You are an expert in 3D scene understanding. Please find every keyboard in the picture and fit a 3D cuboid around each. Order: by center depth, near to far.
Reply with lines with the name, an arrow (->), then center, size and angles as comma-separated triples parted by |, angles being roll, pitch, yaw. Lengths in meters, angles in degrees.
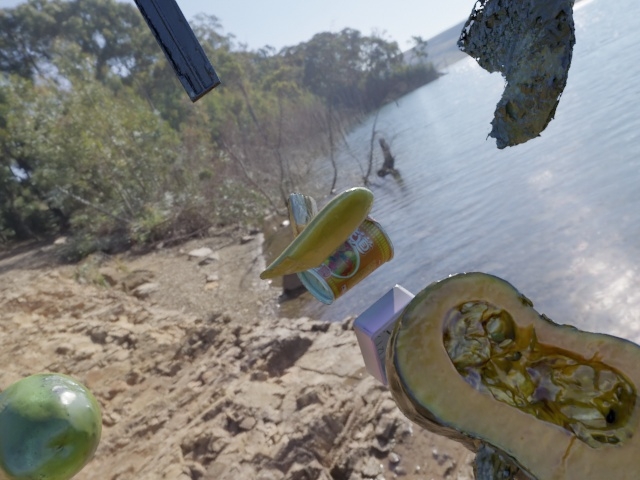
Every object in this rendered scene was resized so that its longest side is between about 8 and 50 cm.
keyboard -> -0.210, -0.295, 0.714 | 0.064, 0.198, 0.010 | -23, 11, 30

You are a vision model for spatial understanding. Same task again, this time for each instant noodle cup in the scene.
instant noodle cup -> 0.048, 0.043, 1.161 | 0.185, 0.168, 0.168 | -43, 17, -22

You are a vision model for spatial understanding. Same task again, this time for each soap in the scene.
soap -> 0.000, 0.000, 0.617 | 0.168, 0.033, 0.089 | -47, -28, 16

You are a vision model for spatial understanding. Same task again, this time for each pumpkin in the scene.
pumpkin -> 0.223, 0.200, 0.612 | 0.242, 0.325, 0.232 | -55, -13, -20

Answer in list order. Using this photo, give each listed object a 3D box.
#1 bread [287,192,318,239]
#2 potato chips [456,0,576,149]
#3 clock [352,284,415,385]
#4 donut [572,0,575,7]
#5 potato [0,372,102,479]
bread -> -0.041, -0.060, 1.382 | 0.082, 0.106, 0.125 | -16, -28, -7
potato chips -> 0.254, -0.239, 0.674 | 0.029, 0.219, 0.202 | -11, -3, -23
clock -> 0.162, 0.215, 1.153 | 0.150, 0.197, 0.063 | -36, 43, -21
donut -> 0.418, -0.416, 0.932 | 0.075, 0.174, 0.190 | 19, 36, 16
potato -> -0.533, 0.367, 0.989 | 0.305, 0.215, 0.216 | -7, 21, 45
